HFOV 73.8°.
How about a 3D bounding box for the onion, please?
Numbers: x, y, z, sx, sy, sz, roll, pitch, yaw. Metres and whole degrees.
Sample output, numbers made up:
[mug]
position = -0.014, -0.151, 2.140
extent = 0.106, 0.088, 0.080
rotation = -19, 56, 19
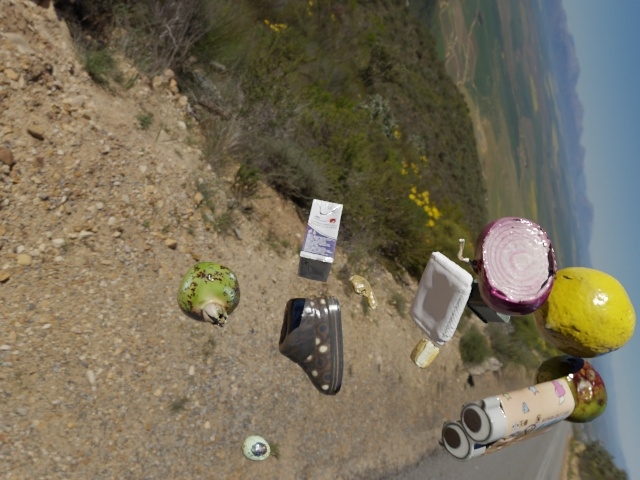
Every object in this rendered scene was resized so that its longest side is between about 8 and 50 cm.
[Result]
[onion]
position = 0.420, 0.061, 0.941
extent = 0.201, 0.201, 0.207
rotation = 17, 39, -55

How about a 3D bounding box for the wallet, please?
[wallet]
position = 0.259, 0.127, 0.927
extent = 0.032, 0.124, 0.182
rotation = -6, 122, -32

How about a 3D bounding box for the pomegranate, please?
[pomegranate]
position = -0.468, 0.256, 1.839
extent = 0.285, 0.285, 0.340
rotation = 51, 2, -39

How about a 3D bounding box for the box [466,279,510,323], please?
[box]
position = 0.444, 0.163, 1.111
extent = 0.122, 0.069, 0.084
rotation = 39, 69, -29

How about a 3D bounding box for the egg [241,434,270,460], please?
[egg]
position = -0.237, 0.766, 1.567
extent = 0.085, 0.110, 0.085
rotation = -41, 138, -52

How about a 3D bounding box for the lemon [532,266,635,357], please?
[lemon]
position = 0.674, 0.187, 1.100
extent = 0.254, 0.229, 0.228
rotation = 25, 61, -41

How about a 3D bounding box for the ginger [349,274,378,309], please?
[ginger]
position = 0.180, 0.210, 1.756
extent = 0.165, 0.067, 0.096
rotation = 56, 20, 20

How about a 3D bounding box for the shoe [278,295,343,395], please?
[shoe]
position = -0.039, 0.400, 1.603
extent = 0.171, 0.237, 0.383
rotation = -128, -145, -82

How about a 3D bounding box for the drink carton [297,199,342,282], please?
[drink carton]
position = 0.000, -0.001, 1.333
extent = 0.134, 0.102, 0.222
rotation = 98, 4, -57

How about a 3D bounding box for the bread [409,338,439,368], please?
[bread]
position = 0.400, 0.434, 1.630
extent = 0.106, 0.082, 0.125
rotation = -61, 176, -3

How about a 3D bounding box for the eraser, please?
[eraser]
position = 0.409, 0.383, 0.918
extent = 0.291, 0.171, 0.087
rotation = 2, 38, -33

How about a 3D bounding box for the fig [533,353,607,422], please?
[fig]
position = 0.685, 0.408, 1.192
extent = 0.191, 0.181, 0.180
rotation = 50, 35, -83
